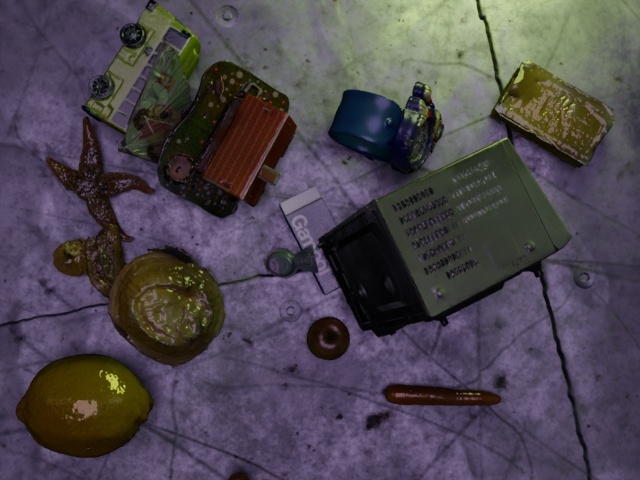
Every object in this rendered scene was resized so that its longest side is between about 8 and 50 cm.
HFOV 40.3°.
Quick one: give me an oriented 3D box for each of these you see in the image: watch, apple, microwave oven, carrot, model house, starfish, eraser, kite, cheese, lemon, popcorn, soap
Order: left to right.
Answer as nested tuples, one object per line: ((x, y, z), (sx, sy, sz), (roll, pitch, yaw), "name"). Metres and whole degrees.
((-0.502, 0.034, 1.768), (0.084, 0.084, 0.084), (0, 87, -2), "popcorn")
((-0.456, 0.321, 1.696), (0.260, 0.204, 0.204), (0, 87, -5), "lemon")
((-0.443, -0.119, 1.795), (0.138, 0.050, 0.247), (-43, 101, -1), "starfish")
((-0.283, -0.236, 1.741), (0.268, 0.013, 0.322), (-27, 117, -19), "kite")
((-0.165, -0.193, 1.717), (0.207, 0.154, 0.293), (30, 87, -34), "model house")
((-0.064, 0.045, 1.790), (0.121, 0.026, 0.067), (-7, 104, 26), "cheese")
((0.000, 0.000, 1.807), (0.092, 0.046, 0.212), (-27, 88, -4), "eraser")
((0.016, 0.200, 1.784), (0.090, 0.074, 0.089), (0, 85, -4), "apple")
((0.127, -0.230, 1.767), (0.200, 0.196, 0.171), (18, 76, 20), "watch")
((0.218, 0.012, 1.620), (0.333, 0.394, 0.247), (-27, 88, -16), "microwave oven")
((0.253, 0.323, 1.806), (0.248, 0.043, 0.043), (3, 87, -4), "carrot")
((0.488, -0.264, 1.827), (0.233, 0.076, 0.135), (31, 88, -2), "soap")

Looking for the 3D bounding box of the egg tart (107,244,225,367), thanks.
((-0.308, 0.138, 1.753), (0.232, 0.098, 0.252), (-14, 95, -11), "egg tart")

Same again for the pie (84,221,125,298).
((-0.433, 0.047, 1.773), (0.092, 0.034, 0.169), (-11, 97, -31), "pie")

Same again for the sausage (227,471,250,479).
((-0.179, 0.630, 1.753), (0.087, 0.079, 0.326), (14, 87, -17), "sausage")

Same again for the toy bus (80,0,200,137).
((-0.355, -0.337, 1.769), (0.150, 0.128, 0.262), (32, 88, -2), "toy bus")
